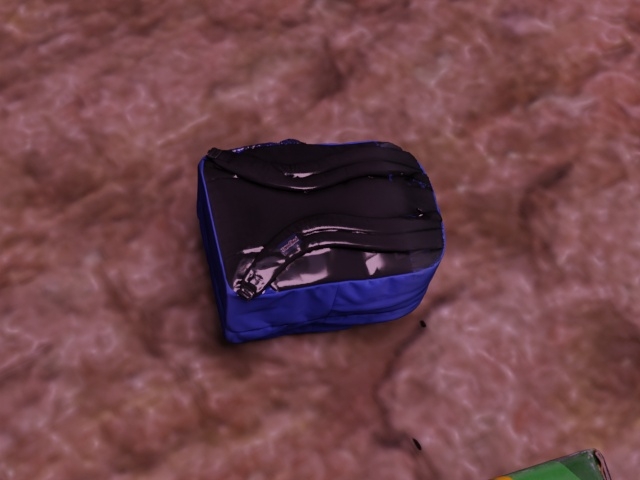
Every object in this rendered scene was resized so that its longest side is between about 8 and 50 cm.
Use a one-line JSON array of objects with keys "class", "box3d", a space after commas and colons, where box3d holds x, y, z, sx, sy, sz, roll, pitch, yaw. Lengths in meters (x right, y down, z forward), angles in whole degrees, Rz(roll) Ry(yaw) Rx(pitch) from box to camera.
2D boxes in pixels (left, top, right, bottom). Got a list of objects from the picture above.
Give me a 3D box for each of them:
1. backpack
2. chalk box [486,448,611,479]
[{"class": "backpack", "box3d": [0.000, 0.000, 0.737, 0.120, 0.101, 0.098, -9, 65, -11]}, {"class": "chalk box", "box3d": [0.068, 0.263, 0.558, 0.179, 0.180, 0.289, -14, 63, -9]}]
